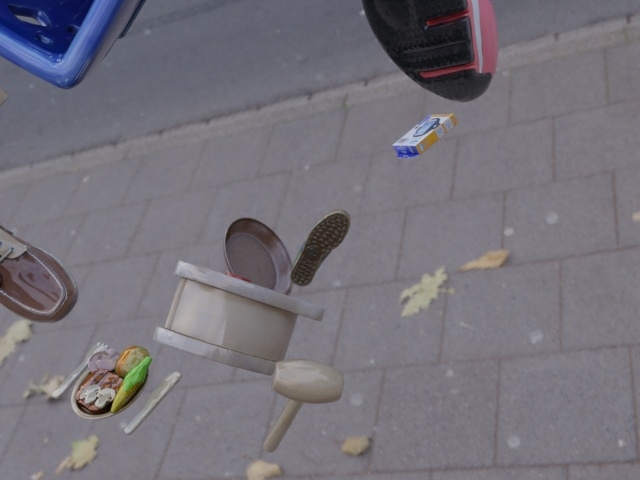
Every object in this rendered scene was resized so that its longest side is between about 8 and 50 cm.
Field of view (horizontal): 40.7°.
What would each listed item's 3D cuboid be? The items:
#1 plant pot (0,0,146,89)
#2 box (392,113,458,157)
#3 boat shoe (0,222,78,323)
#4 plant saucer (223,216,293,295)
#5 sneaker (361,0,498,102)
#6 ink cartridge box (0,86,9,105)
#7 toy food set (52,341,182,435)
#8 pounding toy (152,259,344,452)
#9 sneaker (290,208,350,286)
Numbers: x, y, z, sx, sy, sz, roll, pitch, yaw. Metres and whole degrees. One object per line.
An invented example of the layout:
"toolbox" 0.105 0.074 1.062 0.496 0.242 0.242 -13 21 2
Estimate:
"plant pot" -0.215 -0.289 0.679 0.236 0.236 0.212 -56 8 17
"box" 0.214 -0.219 1.805 0.136 0.028 0.081 -38 24 -22
"boat shoe" -0.542 0.030 1.422 0.324 0.116 0.123 30 85 19
"plant saucer" -0.138 0.046 1.821 0.036 0.198 0.198 -29 36 35
"sneaker" 0.096 -0.264 0.665 0.136 0.314 0.116 -33 26 -26
"ink cartridge box" -0.611 -0.195 1.255 0.088 0.193 0.234 9 58 53
"toy food set" -0.309 0.203 1.261 0.192 0.038 0.132 12 49 36
"pounding toy" -0.095 0.110 0.835 0.269 0.154 0.155 3 75 69
"sneaker" 0.000 0.000 1.755 0.192 0.064 0.086 -56 8 26
